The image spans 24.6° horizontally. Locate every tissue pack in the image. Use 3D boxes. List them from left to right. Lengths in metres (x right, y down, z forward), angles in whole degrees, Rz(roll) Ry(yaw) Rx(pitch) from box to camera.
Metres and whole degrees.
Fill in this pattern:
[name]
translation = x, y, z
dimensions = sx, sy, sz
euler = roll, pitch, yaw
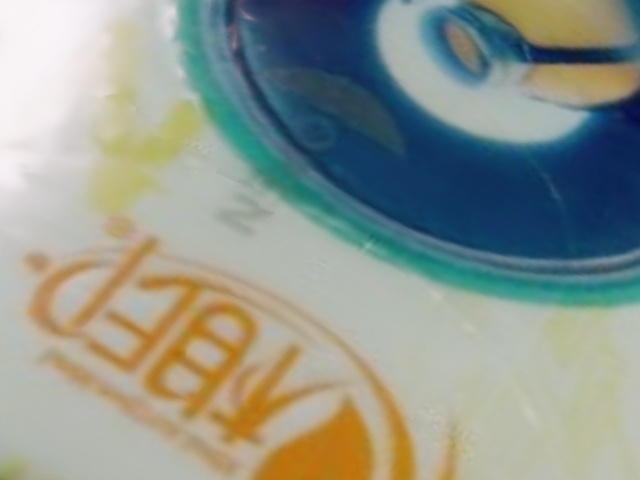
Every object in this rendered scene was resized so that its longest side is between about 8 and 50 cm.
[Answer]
[tissue pack]
translation = 0.008, -0.004, 0.487
dimensions = 0.287, 0.162, 0.388
euler = 29, 48, 10
